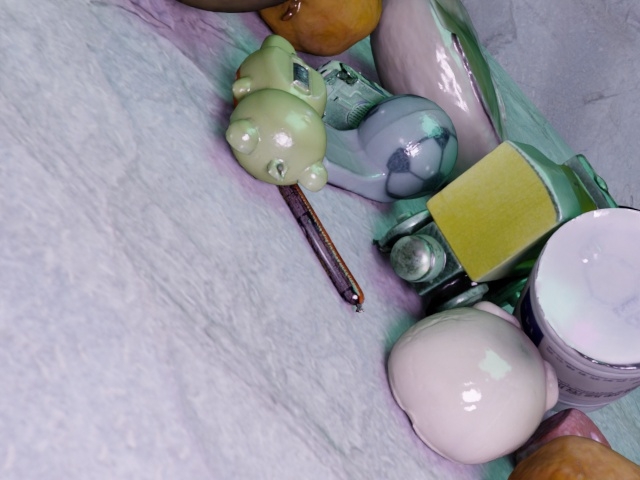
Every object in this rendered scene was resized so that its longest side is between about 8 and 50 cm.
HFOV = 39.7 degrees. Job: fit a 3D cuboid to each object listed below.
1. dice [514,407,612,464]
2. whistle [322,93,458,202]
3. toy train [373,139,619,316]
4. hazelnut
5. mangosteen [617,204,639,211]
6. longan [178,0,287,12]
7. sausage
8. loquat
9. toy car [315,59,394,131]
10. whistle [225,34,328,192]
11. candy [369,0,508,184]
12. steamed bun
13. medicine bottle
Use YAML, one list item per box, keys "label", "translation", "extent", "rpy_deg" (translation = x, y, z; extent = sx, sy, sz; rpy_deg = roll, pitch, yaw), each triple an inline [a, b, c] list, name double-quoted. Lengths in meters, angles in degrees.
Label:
- label: "dice"
  translation: [0.300, 0.267, 1.084]
  extent: [0.093, 0.091, 0.094]
  rpy_deg: [54, 23, 8]
- label: "whistle"
  translation: [0.100, -0.137, 1.238]
  extent: [0.289, 0.163, 0.163]
  rpy_deg: [14, 43, -54]
- label: "toy train"
  translation: [0.250, -0.011, 1.202]
  extent: [0.397, 0.253, 0.160]
  rpy_deg: [-2, 57, -59]
- label: "hazelnut"
  translation: [0.259, 0.292, 0.903]
  extent: [0.182, 0.182, 0.182]
  rpy_deg: [39, 26, -24]
- label: "mangosteen"
  translation: [0.473, 0.057, 1.536]
  extent: [0.275, 0.275, 0.302]
  rpy_deg: [25, 1, -44]
- label: "longan"
  translation: [-0.132, -0.436, 1.126]
  extent: [0.288, 0.288, 0.350]
  rpy_deg: [31, 18, -36]
- label: "sausage"
  translation: [0.000, 0.000, 1.028]
  extent: [0.198, 0.025, 0.028]
  rpy_deg: [60, -6, 19]
- label: "loquat"
  translation: [-0.007, -0.398, 1.382]
  extent: [0.238, 0.193, 0.238]
  rpy_deg: [42, 30, -31]
- label: "toy car"
  translation: [0.056, -0.203, 1.336]
  extent: [0.224, 0.090, 0.076]
  rpy_deg: [25, 31, -43]
- label: "whistle"
  translation: [-0.052, -0.161, 1.065]
  extent: [0.131, 0.106, 0.288]
  rpy_deg: [28, 34, -25]
- label: "candy"
  translation: [0.216, -0.251, 1.540]
  extent: [0.427, 0.186, 0.386]
  rpy_deg: [64, 16, 2]
- label: "steamed bun"
  translation: [0.182, 0.151, 0.999]
  extent: [0.228, 0.131, 0.177]
  rpy_deg: [-1, 54, -58]
- label: "medicine bottle"
  translation: [0.341, 0.104, 1.115]
  extent: [0.190, 0.190, 0.332]
  rpy_deg: [60, -5, 20]
